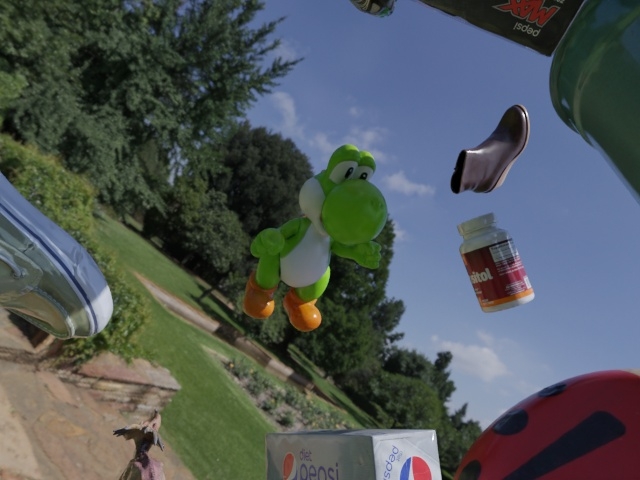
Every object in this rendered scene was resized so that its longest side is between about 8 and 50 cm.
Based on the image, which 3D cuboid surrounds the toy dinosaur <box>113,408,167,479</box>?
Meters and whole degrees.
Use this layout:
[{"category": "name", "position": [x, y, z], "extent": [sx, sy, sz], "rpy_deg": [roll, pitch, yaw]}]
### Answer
[{"category": "toy dinosaur", "position": [-0.349, 0.465, 0.876], "extent": [0.127, 0.200, 0.296], "rpy_deg": [27, -13, -38]}]

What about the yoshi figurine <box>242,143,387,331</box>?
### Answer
[{"category": "yoshi figurine", "position": [-0.001, 0.012, 0.794], "extent": [0.203, 0.362, 0.203], "rpy_deg": [36, 24, 17]}]

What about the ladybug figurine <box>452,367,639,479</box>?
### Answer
[{"category": "ladybug figurine", "position": [0.348, 0.315, 0.579], "extent": [0.162, 0.449, 0.305], "rpy_deg": [64, -9, -24]}]

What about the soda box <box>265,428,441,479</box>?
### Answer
[{"category": "soda box", "position": [0.024, 0.294, 0.567], "extent": [0.091, 0.098, 0.286], "rpy_deg": [8, -25, -28]}]

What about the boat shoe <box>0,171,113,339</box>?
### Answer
[{"category": "boat shoe", "position": [-0.297, 0.004, 0.377], "extent": [0.109, 0.094, 0.302], "rpy_deg": [-3, -45, 20]}]

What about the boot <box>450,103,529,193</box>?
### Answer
[{"category": "boot", "position": [0.455, -0.242, 1.193], "extent": [0.207, 0.248, 0.090], "rpy_deg": [-9, 29, -37]}]

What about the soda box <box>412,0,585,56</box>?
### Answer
[{"category": "soda box", "position": [0.131, -0.216, 0.376], "extent": [0.169, 0.060, 0.053], "rpy_deg": [29, 30, 11]}]

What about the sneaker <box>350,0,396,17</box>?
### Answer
[{"category": "sneaker", "position": [-0.003, -0.408, 0.600], "extent": [0.343, 0.146, 0.134], "rpy_deg": [58, -26, 31]}]

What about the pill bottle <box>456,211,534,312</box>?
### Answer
[{"category": "pill bottle", "position": [0.282, 0.036, 0.732], "extent": [0.086, 0.086, 0.152], "rpy_deg": [110, -38, -79]}]

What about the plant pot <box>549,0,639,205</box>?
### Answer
[{"category": "plant pot", "position": [0.530, -0.175, 0.593], "extent": [0.341, 0.334, 0.341], "rpy_deg": [4, -42, 4]}]
